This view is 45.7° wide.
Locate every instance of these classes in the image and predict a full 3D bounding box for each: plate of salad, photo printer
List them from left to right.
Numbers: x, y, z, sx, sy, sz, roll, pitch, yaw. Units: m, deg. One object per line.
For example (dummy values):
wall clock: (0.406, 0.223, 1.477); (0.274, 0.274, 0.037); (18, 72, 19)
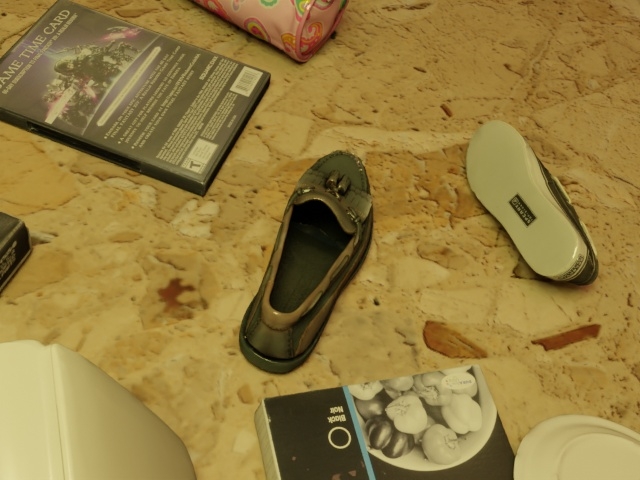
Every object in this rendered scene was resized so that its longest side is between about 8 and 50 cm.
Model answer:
photo printer: (-0.123, 0.240, 0.429); (0.107, 0.256, 0.307); (-19, 57, 0)
plate of salad: (0.247, 0.231, 0.624); (0.200, 0.048, 0.199); (14, 39, -11)

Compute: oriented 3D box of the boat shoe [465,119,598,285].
boat shoe: (0.228, -0.040, 0.827); (0.070, 0.078, 0.219); (21, 38, -42)

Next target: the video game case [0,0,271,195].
video game case: (-0.217, -0.170, 0.854); (0.274, 0.026, 0.196); (20, 52, 4)

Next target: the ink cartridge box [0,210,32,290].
ink cartridge box: (-0.456, 0.047, 0.617); (0.307, 0.072, 0.303); (22, 53, 2)

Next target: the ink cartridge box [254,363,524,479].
ink cartridge box: (0.067, 0.213, 0.617); (0.207, 0.045, 0.208); (-6, 57, -16)

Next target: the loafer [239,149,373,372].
loafer: (0.000, 0.000, 0.734); (0.096, 0.084, 0.267); (19, 53, 3)

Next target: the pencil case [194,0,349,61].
pencil case: (-0.104, -0.338, 0.943); (0.284, 0.124, 0.124); (35, 55, 13)
